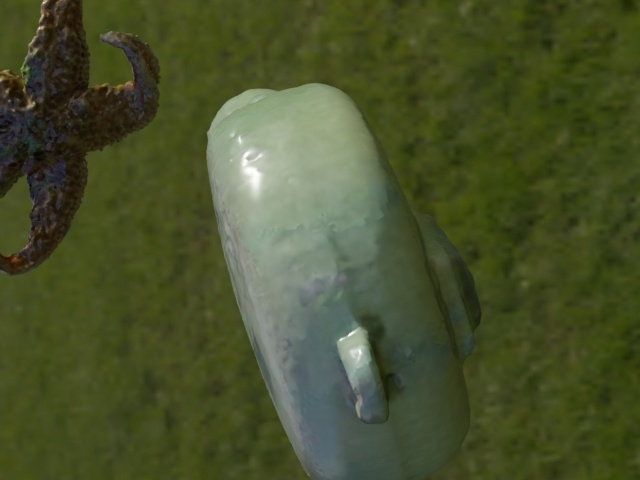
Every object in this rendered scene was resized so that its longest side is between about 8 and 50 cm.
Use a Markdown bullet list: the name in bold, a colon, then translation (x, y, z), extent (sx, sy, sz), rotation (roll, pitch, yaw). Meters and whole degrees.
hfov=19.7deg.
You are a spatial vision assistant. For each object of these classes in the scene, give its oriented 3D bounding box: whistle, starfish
- **whistle**: translation (0.000, 0.000, 0.603), extent (0.258, 0.067, 0.126), rotation (-120, 12, -70)
- **starfish**: translation (-0.182, -0.082, 1.185), extent (0.053, 0.150, 0.210), rotation (-144, 64, -62)
